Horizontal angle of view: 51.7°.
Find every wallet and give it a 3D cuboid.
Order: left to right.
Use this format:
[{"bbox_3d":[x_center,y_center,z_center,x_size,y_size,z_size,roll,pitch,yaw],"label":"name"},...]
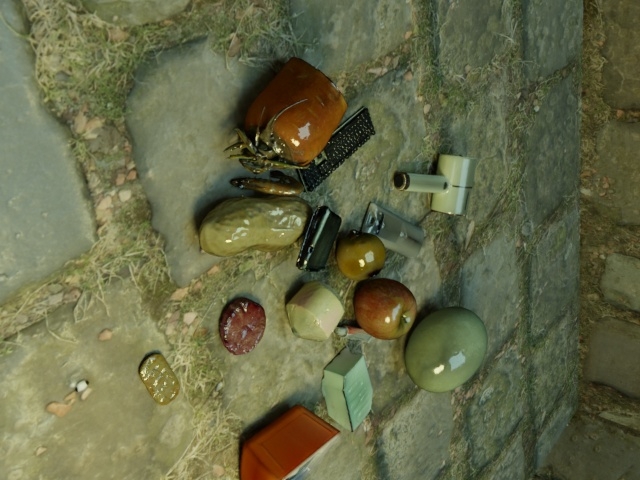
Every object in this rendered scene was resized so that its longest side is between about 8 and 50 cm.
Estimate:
[{"bbox_3d":[0.000,0.000,1.724,0.318,0.045,0.172,10,100,-81],"label":"wallet"}]

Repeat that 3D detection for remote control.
[{"bbox_3d":[0.242,-0.024,2.095,0.313,0.055,0.109,23,84,-50],"label":"remote control"}]

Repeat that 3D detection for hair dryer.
[{"bbox_3d":[0.359,-0.188,2.147,0.362,0.128,0.203,0,102,-42],"label":"hair dryer"}]

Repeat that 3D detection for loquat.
[{"bbox_3d":[0.117,0.043,1.908,0.163,0.137,0.163,-10,111,-27],"label":"loquat"}]

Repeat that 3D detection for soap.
[{"bbox_3d":[0.089,0.469,2.049,0.145,0.091,0.230,-41,129,-34],"label":"soap"}]

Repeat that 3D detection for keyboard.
[{"bbox_3d":[0.049,-0.250,1.818,0.317,0.027,0.106,-45,132,-32],"label":"keyboard"}]

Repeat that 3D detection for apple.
[{"bbox_3d":[0.195,0.208,2.023,0.188,0.174,0.188,-21,120,-42],"label":"apple"}]

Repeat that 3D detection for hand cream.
[{"bbox_3d":[0.113,0.288,2.054,0.216,0.052,0.038,18,55,-53],"label":"hand cream"}]

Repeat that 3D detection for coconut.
[{"bbox_3d":[-0.021,0.199,1.795,0.152,0.147,0.147,-52,135,-29],"label":"coconut"}]

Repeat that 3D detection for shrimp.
[{"bbox_3d":[-0.128,-0.147,1.607,0.179,0.124,0.034,5,118,-7],"label":"shrimp"}]

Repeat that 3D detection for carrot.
[{"bbox_3d":[-0.066,-0.275,1.535,0.193,0.214,0.331,44,70,-22],"label":"carrot"}]

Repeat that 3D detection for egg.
[{"bbox_3d":[0.438,0.375,2.299,0.352,0.259,0.258,-43,131,-31],"label":"egg"}]

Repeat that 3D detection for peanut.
[{"bbox_3d":[-0.153,-0.037,1.568,0.313,0.149,0.149,-10,110,-46],"label":"peanut"}]

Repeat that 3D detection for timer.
[{"bbox_3d":[-0.097,0.622,1.834,0.257,0.161,0.249,-27,140,-42],"label":"timer"}]

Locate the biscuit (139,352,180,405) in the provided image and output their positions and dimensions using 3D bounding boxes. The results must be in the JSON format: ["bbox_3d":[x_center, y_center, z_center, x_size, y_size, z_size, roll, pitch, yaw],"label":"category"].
[{"bbox_3d":[-0.369,0.320,1.519,0.071,0.018,0.147,-43,130,-31],"label":"biscuit"}]

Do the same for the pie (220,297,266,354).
[{"bbox_3d":[-0.196,0.217,1.674,0.155,0.036,0.154,-19,116,-45],"label":"pie"}]
